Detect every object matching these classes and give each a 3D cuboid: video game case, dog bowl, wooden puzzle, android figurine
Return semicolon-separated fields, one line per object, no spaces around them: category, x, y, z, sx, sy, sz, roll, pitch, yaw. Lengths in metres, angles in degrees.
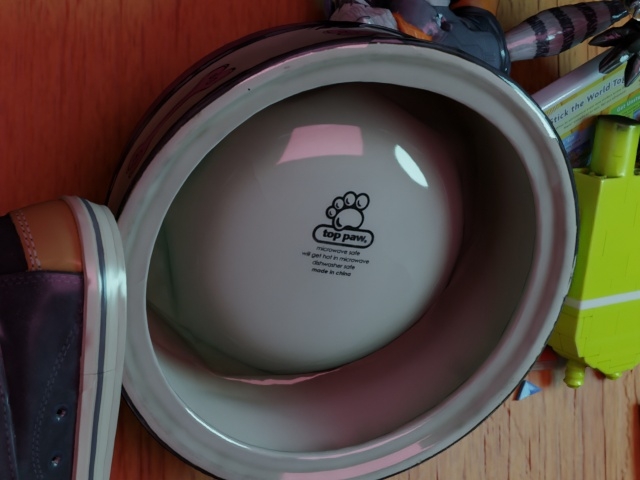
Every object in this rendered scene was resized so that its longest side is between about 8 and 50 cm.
video game case;0.246;-0.076;1.896;0.227;0.026;0.206;-31;137;-28
dog bowl;0.000;0.000;1.652;0.408;0.150;0.408;-8;118;-16
wooden puzzle;0.207;0.091;1.929;0.078;0.014;0.116;-11;92;-30
android figurine;0.287;0.012;1.911;0.248;0.056;0.273;-10;114;-44

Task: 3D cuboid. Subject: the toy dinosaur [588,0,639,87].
toy dinosaur;0.314;-0.260;1.752;0.322;0.218;0.164;3;61;-33

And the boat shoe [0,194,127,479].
boat shoe;-0.247;0.207;1.514;0.156;0.187;0.500;-1;109;-21

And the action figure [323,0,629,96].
action figure;0.118;-0.217;1.805;0.330;0.178;0.341;-19;105;-45
